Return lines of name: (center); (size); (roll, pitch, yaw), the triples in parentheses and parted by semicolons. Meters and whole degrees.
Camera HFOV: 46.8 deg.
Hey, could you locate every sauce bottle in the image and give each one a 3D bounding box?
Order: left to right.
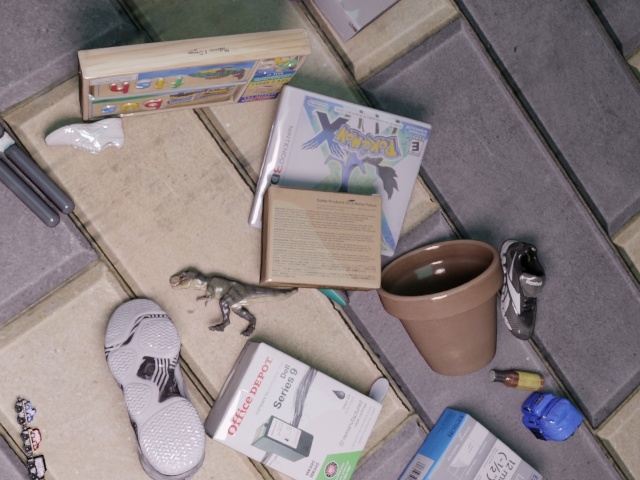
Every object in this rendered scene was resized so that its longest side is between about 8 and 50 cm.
sauce bottle: (0.447, 0.316, 1.690); (0.128, 0.042, 0.042); (13, 81, -18)

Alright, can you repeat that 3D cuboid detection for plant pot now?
plant pot: (0.270, 0.154, 1.560); (0.263, 0.263, 0.229); (-25, 111, -19)

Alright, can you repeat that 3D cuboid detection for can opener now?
can opener: (-0.578, -0.146, 1.370); (0.283, 0.095, 0.076); (46, 74, -9)

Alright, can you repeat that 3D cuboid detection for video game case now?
video game case: (0.042, -0.139, 1.553); (0.329, 0.036, 0.299); (12, 102, -17)

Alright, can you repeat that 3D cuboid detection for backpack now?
backpack: (0.517, 0.397, 1.664); (0.101, 0.120, 0.098); (45, 74, -9)

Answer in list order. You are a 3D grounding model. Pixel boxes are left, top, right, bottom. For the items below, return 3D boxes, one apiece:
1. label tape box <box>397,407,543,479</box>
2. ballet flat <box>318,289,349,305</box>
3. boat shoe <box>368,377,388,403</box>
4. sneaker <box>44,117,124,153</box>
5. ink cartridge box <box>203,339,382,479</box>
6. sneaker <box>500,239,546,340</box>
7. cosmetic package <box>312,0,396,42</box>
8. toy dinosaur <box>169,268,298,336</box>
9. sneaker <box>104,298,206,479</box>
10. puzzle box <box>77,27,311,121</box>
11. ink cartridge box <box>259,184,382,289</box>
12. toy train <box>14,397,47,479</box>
label tape box: (0.350, 0.567, 1.598); (0.348, 0.115, 0.249); (40, 74, -9)
ballet flat: (-0.012, 0.060, 1.552); (0.203, 0.074, 0.074); (32, 76, -11)
boat shoe: (0.118, 0.343, 1.585); (0.035, 0.035, 0.100); (20, 73, 8)
sneaker: (-0.455, -0.197, 1.438); (0.152, 0.054, 0.061); (-13, 92, -19)
ink cartridge box: (-0.057, 0.355, 1.479); (0.289, 0.121, 0.211); (29, 76, -13)
sneaker: (0.463, 0.111, 1.682); (0.078, 0.106, 0.234); (-1, 85, -17)
cosmetic package: (0.114, -0.561, 1.637); (0.238, 0.107, 0.127); (-39, 97, -15)
toy dinosaur: (-0.172, 0.130, 1.498); (0.268, 0.064, 0.118); (11, 75, -20)
sneaker: (-0.313, 0.300, 1.399); (0.138, 0.210, 0.365); (-14, 55, -19)
puzzle box: (-0.248, -0.308, 1.404); (0.409, 0.272, 0.052); (-11, 87, -18)
ink cartridge box: (0.000, 0.000, 1.483); (0.235, 0.088, 0.193); (5, 79, -14)
toy train: (-0.535, 0.367, 1.371); (0.036, 0.027, 0.158); (-12, 89, -22)
